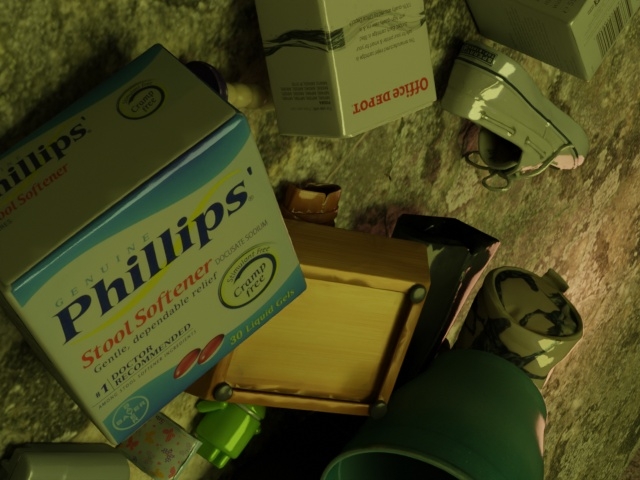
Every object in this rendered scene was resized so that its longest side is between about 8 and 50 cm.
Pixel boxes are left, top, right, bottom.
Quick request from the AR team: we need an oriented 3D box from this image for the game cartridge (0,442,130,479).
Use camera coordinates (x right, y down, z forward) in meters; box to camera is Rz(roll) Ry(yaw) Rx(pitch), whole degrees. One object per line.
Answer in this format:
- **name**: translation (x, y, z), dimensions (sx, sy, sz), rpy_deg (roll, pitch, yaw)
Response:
- **game cartridge**: translation (-0.332, 0.370, 1.409), dimensions (0.198, 0.062, 0.297), rpy_deg (17, 101, -55)

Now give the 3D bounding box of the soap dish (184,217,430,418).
- **soap dish**: translation (-0.019, 0.096, 1.475), dimensions (0.290, 0.118, 0.229), rpy_deg (10, 109, -28)

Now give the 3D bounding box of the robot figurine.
- **robot figurine**: translation (-0.116, 0.235, 1.603), dimensions (0.115, 0.067, 0.101), rpy_deg (-55, 138, -10)

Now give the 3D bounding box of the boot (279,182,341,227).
- **boot**: translation (0.000, 0.000, 1.581), dimensions (0.197, 0.073, 0.152), rpy_deg (-5, 113, -60)

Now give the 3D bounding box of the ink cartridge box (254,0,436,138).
- **ink cartridge box**: translation (0.024, -0.242, 1.304), dimensions (0.172, 0.100, 0.237), rpy_deg (-26, 113, -44)

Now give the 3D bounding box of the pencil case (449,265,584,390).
- **pencil case**: translation (0.239, 0.233, 1.834), dimensions (0.183, 0.160, 0.410), rpy_deg (-40, 158, -60)

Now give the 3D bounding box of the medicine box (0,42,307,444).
- **medicine box**: translation (-0.180, 0.009, 1.196), dimensions (0.263, 0.149, 0.289), rpy_deg (-39, 146, -15)

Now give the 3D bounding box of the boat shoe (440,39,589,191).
- **boat shoe**: translation (0.275, -0.145, 1.805), dimensions (0.156, 0.136, 0.367), rpy_deg (-61, 147, -1)

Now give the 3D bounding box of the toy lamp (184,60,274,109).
- **toy lamp**: translation (-0.046, -0.159, 1.367), dimensions (0.274, 0.080, 0.080), rpy_deg (-9, 123, -55)

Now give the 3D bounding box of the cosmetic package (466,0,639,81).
- **cosmetic package**: translation (0.308, -0.337, 1.642), dimensions (0.151, 0.183, 0.151), rpy_deg (-56, 150, -8)

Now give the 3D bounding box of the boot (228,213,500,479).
- **boot**: translation (0.059, 0.182, 1.703), dimensions (0.445, 0.146, 0.367), rpy_deg (-62, 163, 20)

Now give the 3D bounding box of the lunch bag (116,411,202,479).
- **lunch bag**: translation (-0.191, 0.251, 1.487), dimensions (0.071, 0.083, 0.053), rpy_deg (-57, 149, -8)

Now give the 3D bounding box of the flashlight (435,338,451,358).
- **flashlight**: translation (0.141, 0.275, 2.000), dimensions (0.103, 0.103, 0.304), rpy_deg (-67, 168, -50)

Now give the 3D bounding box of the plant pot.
- **plant pot**: translation (0.175, 0.287, 1.612), dimensions (0.255, 0.271, 0.272), rpy_deg (-52, 152, -44)
